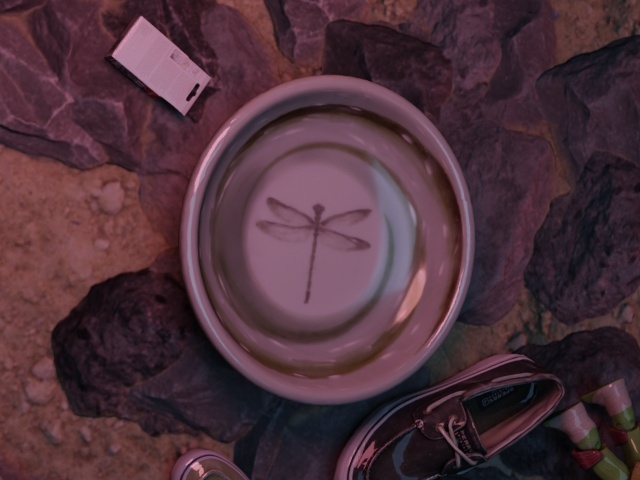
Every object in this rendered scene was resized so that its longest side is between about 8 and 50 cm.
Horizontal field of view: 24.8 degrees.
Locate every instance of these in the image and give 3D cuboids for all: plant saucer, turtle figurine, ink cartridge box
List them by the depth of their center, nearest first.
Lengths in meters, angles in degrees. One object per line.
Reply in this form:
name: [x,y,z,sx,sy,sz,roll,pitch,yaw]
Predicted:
ink cartridge box: [-0.193,-0.206,1.733,0.115,0.029,0.063,40,73,-23]
plant saucer: [0.000,0.000,1.795,0.400,0.100,0.401,0,90,-26]
turtle figurine: [0.406,0.344,2.011,0.197,0.275,0.266,-28,83,-1]

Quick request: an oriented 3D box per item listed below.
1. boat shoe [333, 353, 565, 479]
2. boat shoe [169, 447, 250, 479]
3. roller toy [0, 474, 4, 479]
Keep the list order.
boat shoe: [0.169,0.241,1.876,0.335,0.119,0.121,-31,105,-23]
boat shoe: [-0.083,0.387,1.765,0.109,0.094,0.302,-32,105,-23]
roller toy: [-0.434,0.307,1.534,0.191,0.209,0.146,6,88,12]
